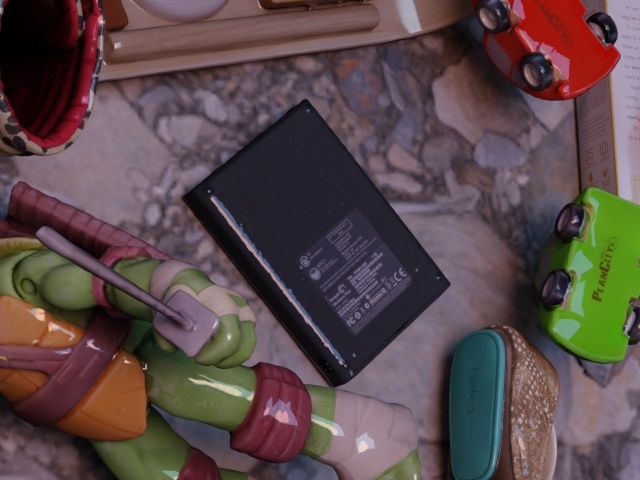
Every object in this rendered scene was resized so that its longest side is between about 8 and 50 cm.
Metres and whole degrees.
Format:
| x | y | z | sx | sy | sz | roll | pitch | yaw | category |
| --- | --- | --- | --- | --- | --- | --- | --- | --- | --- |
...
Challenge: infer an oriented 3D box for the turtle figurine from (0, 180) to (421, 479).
| x | y | z | sx | sy | sz | roll | pitch | yaw | category |
| --- | --- | --- | --- | --- | --- | --- | --- | --- | --- |
| -0.093 | 0.102 | 0.803 | 0.266 | 0.275 | 0.198 | 29 | 91 | -25 | turtle figurine |

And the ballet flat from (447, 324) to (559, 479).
| x | y | z | sx | sy | sz | roll | pitch | yaw | category |
| --- | --- | --- | --- | --- | --- | --- | --- | --- | --- |
| 0.100 | 0.149 | 0.972 | 0.067 | 0.073 | 0.206 | 24 | 69 | -36 | ballet flat |

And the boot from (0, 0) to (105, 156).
| x | y | z | sx | sy | sz | roll | pitch | yaw | category |
| --- | --- | --- | --- | --- | --- | --- | --- | --- | --- |
| -0.172 | -0.135 | 0.832 | 0.085 | 0.178 | 0.236 | 17 | 73 | -46 | boot |

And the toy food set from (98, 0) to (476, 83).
| x | y | z | sx | sy | sz | roll | pitch | yaw | category |
| --- | --- | --- | --- | --- | --- | --- | --- | --- | --- |
| -0.048 | -0.213 | 0.966 | 0.306 | 0.092 | 0.219 | -12 | 82 | -37 | toy food set |

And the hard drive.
| x | y | z | sx | sy | sz | roll | pitch | yaw | category |
| --- | --- | --- | --- | --- | --- | --- | --- | --- | --- |
| 0.000 | 0.000 | 0.985 | 0.094 | 0.022 | 0.135 | -41 | 97 | -30 | hard drive |

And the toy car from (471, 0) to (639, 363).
| x | y | z | sx | sy | sz | roll | pitch | yaw | category |
| --- | --- | --- | --- | --- | --- | --- | --- | --- | --- |
| 0.165 | -0.034 | 1.016 | 0.239 | 0.053 | 0.225 | 23 | 70 | -13 | toy car |

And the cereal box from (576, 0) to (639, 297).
| x | y | z | sx | sy | sz | roll | pitch | yaw | category |
| --- | --- | --- | --- | --- | --- | --- | --- | --- | --- |
| 0.243 | -0.080 | 1.119 | 0.173 | 0.047 | 0.240 | 7 | 73 | -24 | cereal box |
